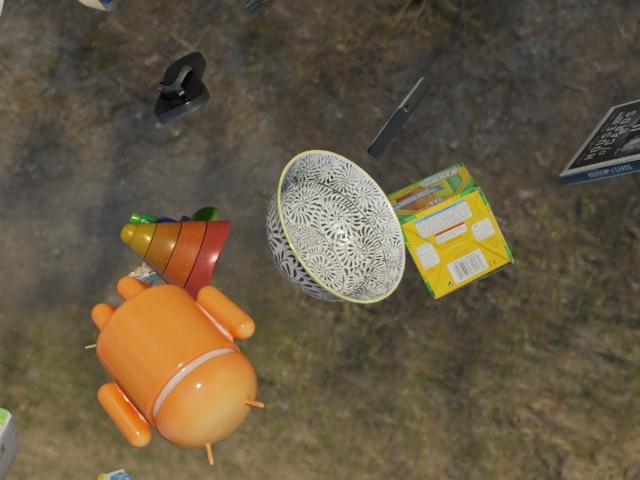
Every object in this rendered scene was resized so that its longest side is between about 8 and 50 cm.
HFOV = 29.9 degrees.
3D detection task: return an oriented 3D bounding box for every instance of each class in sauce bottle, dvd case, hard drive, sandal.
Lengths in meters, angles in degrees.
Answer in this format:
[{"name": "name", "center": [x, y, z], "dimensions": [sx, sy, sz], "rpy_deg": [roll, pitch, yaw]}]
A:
[{"name": "sauce bottle", "center": [-0.077, -0.408, 1.929], "dimensions": [0.042, 0.042, 0.128], "rpy_deg": [43, 133, -19]}, {"name": "dvd case", "center": [0.508, -0.170, 1.908], "dimensions": [0.029, 0.179, 0.239], "rpy_deg": [49, 154, -17]}, {"name": "hard drive", "center": [0.121, -0.187, 1.820], "dimensions": [0.022, 0.135, 0.094], "rpy_deg": [36, 122, 1]}, {"name": "sandal", "center": [-0.242, -0.265, 2.024], "dimensions": [0.097, 0.254, 0.054], "rpy_deg": [-27, 118, 7]}]

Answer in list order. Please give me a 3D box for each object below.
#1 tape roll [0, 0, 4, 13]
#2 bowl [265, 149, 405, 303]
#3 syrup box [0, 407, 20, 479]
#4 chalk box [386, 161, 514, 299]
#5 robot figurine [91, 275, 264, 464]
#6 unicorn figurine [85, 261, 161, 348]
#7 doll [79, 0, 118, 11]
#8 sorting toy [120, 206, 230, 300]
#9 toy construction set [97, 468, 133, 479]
[{"name": "tape roll", "center": [-0.559, -0.363, 1.725], "dimensions": [0.072, 0.392, 0.392], "rpy_deg": [10, 155, -39]}, {"name": "bowl", "center": [0.000, 0.000, 1.238], "dimensions": [0.170, 0.170, 0.080], "rpy_deg": [41, 134, -17]}, {"name": "syrup box", "center": [-0.408, 0.173, 1.105], "dimensions": [0.237, 0.093, 0.096], "rpy_deg": [20, 151, 3]}, {"name": "chalk box", "center": [0.186, -0.025, 1.789], "dimensions": [0.132, 0.213, 0.132], "rpy_deg": [-26, 107, 4]}, {"name": "robot figurine", "center": [-0.157, 0.136, 1.298], "dimensions": [0.219, 0.158, 0.128], "rpy_deg": [44, 145, 26]}, {"name": "unicorn figurine", "center": [-0.264, 0.101, 1.737], "dimensions": [0.111, 0.162, 0.060], "rpy_deg": [-24, 122, 19]}, {"name": "doll", "center": [-0.135, -0.261, 0.934], "dimensions": [0.046, 0.129, 0.189], "rpy_deg": [1, 157, -42]}, {"name": "sorting toy", "center": [-0.214, -0.003, 1.628], "dimensions": [0.126, 0.127, 0.365], "rpy_deg": [21, -178, -12]}, {"name": "toy construction set", "center": [-0.280, 0.520, 1.758], "dimensions": [0.151, 0.215, 0.327], "rpy_deg": [-19, 109, 45]}]
